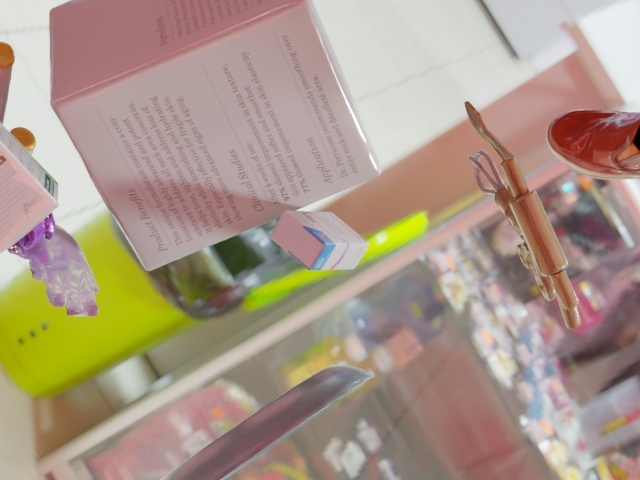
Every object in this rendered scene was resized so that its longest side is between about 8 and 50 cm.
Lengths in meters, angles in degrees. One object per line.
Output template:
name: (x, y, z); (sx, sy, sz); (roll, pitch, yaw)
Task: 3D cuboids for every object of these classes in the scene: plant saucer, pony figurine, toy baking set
plant saucer: (-0.079, 0.233, 1.634); (0.043, 0.318, 0.317); (56, 22, 6)
pony figurine: (-0.488, -0.051, 2.028); (0.303, 0.363, 0.351); (-5, 49, -22)
toy baking set: (0.204, -0.025, 1.460); (0.197, 0.030, 0.256); (-143, -152, -83)

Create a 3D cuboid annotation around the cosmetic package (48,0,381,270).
cosmetic package: (-0.166, -0.228, 2.110); (0.327, 0.394, 0.329); (-107, 174, -54)

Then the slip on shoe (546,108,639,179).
slip on shoe: (0.464, -0.146, 2.000); (0.331, 0.123, 0.101); (18, -26, 45)

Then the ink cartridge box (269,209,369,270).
ink cartridge box: (0.000, 0.000, 2.038); (0.088, 0.052, 0.122); (40, 22, 27)

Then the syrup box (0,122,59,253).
syrup box: (-0.410, -0.107, 1.571); (0.237, 0.096, 0.093); (50, 3, -20)
